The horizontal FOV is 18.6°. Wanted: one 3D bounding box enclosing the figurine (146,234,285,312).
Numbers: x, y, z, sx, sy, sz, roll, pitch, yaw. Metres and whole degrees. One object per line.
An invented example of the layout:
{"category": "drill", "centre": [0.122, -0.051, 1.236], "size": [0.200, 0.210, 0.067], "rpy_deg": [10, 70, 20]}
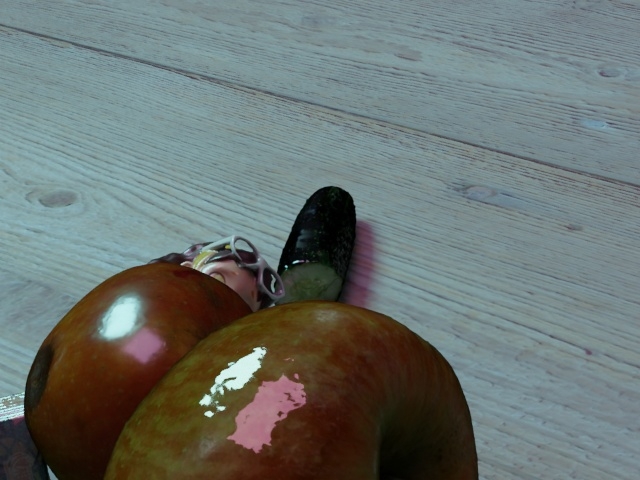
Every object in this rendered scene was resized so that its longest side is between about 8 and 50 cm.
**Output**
{"category": "figurine", "centre": [-0.136, 0.096, 1.870], "size": [0.116, 0.175, 0.240], "rpy_deg": [-26, 21, 49]}

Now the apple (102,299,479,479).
{"category": "apple", "centre": [-0.032, 0.192, 1.494], "size": [0.250, 0.277, 0.309], "rpy_deg": [-9, 12, 37]}

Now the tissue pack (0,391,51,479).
{"category": "tissue pack", "centre": [-0.316, 0.205, 1.738], "size": [0.148, 0.108, 0.060], "rpy_deg": [-12, 25, -7]}

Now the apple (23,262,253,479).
{"category": "apple", "centre": [-0.144, 0.141, 1.688], "size": [0.230, 0.230, 0.230], "rpy_deg": [-8, 27, 4]}

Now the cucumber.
{"category": "cucumber", "centre": [0.000, 0.001, 2.078], "size": [0.074, 0.074, 0.241], "rpy_deg": [-4, 26, 11]}
